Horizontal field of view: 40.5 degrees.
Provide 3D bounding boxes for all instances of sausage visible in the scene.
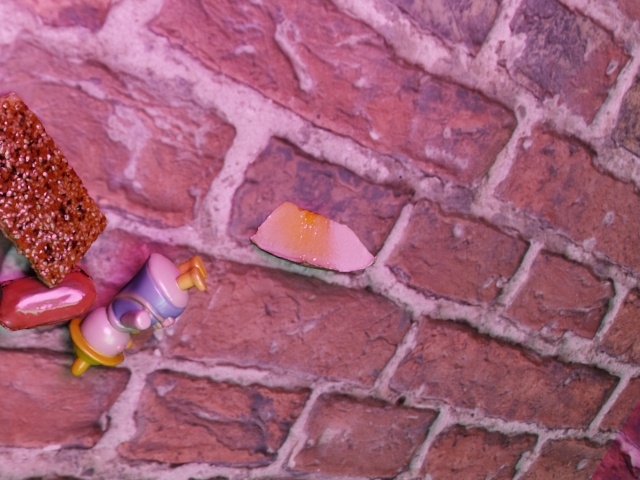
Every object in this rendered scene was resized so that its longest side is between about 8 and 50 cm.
[{"bbox_3d":[-0.376,0.079,1.182,0.141,0.076,0.076,-16,124,-30],"label":"sausage"}]

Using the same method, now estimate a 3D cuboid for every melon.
[{"bbox_3d":[0.000,0.004,1.398,0.139,0.203,0.093,40,66,-76],"label":"melon"}]

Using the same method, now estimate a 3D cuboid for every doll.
[{"bbox_3d":[-0.269,0.102,1.236,0.241,0.135,0.099,-40,144,11],"label":"doll"}]

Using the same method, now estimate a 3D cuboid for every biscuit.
[{"bbox_3d":[-0.365,-0.060,1.105,0.131,0.026,0.237,-60,141,-33],"label":"biscuit"}]

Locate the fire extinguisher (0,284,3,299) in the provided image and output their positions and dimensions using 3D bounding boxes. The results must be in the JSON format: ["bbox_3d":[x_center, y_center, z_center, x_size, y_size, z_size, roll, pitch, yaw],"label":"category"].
[{"bbox_3d":[-0.455,-0.052,1.028,0.114,0.095,0.311,-3,122,4],"label":"fire extinguisher"}]
